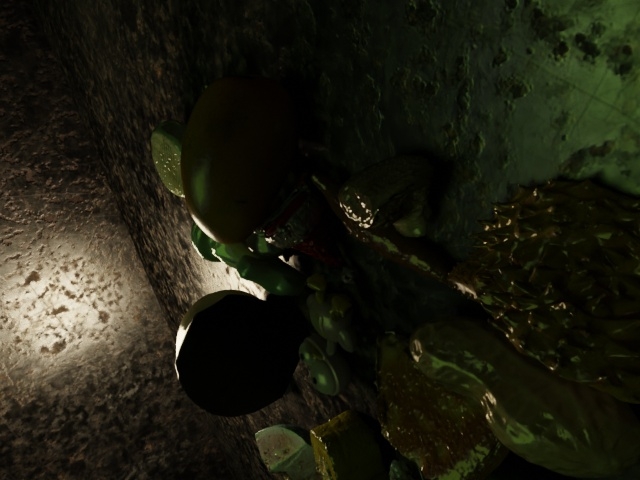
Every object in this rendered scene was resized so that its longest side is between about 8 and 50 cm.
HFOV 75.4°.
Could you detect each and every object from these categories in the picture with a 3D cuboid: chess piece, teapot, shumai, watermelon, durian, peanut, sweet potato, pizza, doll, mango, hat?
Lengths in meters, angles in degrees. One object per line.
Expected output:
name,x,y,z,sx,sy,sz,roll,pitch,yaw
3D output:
chess piece,-0.171,0.035,0.999,0.298,0.175,0.176,36,138,32
teapot,-0.091,-0.032,0.887,0.165,0.130,0.119,-2,140,21
shumai,0.110,-0.054,0.604,0.145,0.145,0.116,11,139,51
watermelon,-0.042,0.697,1.323,0.322,0.188,0.175,55,-169,2
durian,0.275,0.035,0.454,0.305,0.185,0.196,37,116,46
peanut,0.250,0.196,0.556,0.298,0.136,0.120,31,135,41
sweet potato,0.094,-0.014,0.686,0.314,0.066,0.072,44,106,28
pizza,0.180,0.276,0.711,0.297,0.071,0.189,35,99,48
doll,0.016,0.229,0.942,0.160,0.094,0.365,43,141,33
mango,-0.150,-0.146,0.756,0.173,0.211,0.317,18,94,30
hat,0.001,-0.003,0.795,0.227,0.140,0.129,43,164,-20

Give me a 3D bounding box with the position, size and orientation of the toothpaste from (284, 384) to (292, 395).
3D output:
toothpaste,-0.152,0.409,1.347,0.047,0.040,0.196,-21,94,53

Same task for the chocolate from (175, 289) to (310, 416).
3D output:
chocolate,-0.248,0.270,1.159,0.326,0.314,0.297,-66,28,8

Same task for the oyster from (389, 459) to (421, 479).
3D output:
oyster,0.248,0.571,0.828,0.087,0.199,0.252,99,167,-61

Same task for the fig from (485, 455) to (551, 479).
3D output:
fig,0.282,0.419,0.639,0.233,0.167,0.167,30,136,22

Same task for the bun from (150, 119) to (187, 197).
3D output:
bun,-0.393,-0.232,1.185,0.221,0.108,0.221,27,133,32

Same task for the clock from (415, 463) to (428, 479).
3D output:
clock,0.196,0.414,0.776,0.184,0.040,0.185,-19,-90,-87

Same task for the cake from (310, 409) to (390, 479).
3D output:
cake,0.078,0.570,1.036,0.179,0.156,0.261,-174,68,-70

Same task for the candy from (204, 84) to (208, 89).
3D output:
candy,-0.198,-0.230,0.949,0.246,0.069,0.149,54,151,7
